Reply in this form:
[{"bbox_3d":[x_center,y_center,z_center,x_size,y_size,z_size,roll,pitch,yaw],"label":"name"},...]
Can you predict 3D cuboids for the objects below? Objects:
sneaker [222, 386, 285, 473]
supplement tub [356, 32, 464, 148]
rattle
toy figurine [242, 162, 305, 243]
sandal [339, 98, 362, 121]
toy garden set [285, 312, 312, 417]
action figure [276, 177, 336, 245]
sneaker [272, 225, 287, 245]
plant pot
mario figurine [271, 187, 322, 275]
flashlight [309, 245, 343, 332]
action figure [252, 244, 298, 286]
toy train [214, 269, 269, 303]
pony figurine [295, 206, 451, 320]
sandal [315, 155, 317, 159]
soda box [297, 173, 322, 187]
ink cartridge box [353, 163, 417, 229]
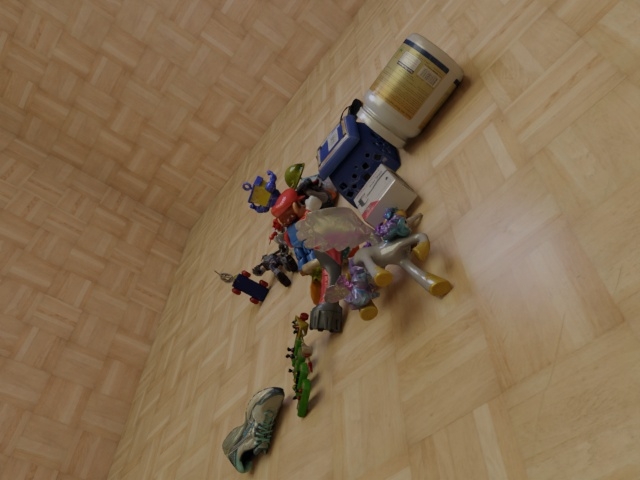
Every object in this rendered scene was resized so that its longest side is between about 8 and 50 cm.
[{"bbox_3d":[-0.179,0.575,1.550,0.283,0.110,0.122,-59,40,8],"label":"sneaker"},{"bbox_3d":[0.288,-0.485,1.690,0.316,0.228,0.228,-51,23,17],"label":"supplement tub"},{"bbox_3d":[0.045,0.108,1.679,0.199,0.130,0.143,-18,53,19],"label":"rattle"},{"bbox_3d":[-0.221,-0.187,2.069,0.191,0.217,0.363,-60,-3,-47],"label":"toy figurine"},{"bbox_3d":[0.120,-0.552,2.356,0.097,0.054,0.255,-8,55,62],"label":"sandal"},{"bbox_3d":[-0.066,0.353,1.509,0.244,0.049,0.204,-105,23,-60],"label":"toy garden set"},{"bbox_3d":[-0.043,-0.113,2.096,0.330,0.178,0.341,-52,-5,-1],"label":"action figure"},{"bbox_3d":[-0.137,-0.103,2.315,0.115,0.105,0.281,-26,44,29],"label":"sneaker"},{"bbox_3d":[0.119,-0.296,1.833,0.236,0.212,0.236,-48,25,28],"label":"plant pot"},{"bbox_3d":[-0.053,-0.045,1.868,0.198,0.321,0.170,-24,-10,11],"label":"mario figurine"},{"bbox_3d":[0.014,0.124,1.570,0.103,0.103,0.304,-19,61,60],"label":"flashlight"},{"bbox_3d":[-0.186,0.093,2.122,0.185,0.099,0.285,-49,27,-11],"label":"action figure"},{"bbox_3d":[-0.350,0.171,2.194,0.105,0.248,0.143,-61,18,-5],"label":"toy train"},{"bbox_3d":[0.136,0.050,1.357,0.350,0.303,0.363,-21,27,6],"label":"pony figurine"},{"bbox_3d":[0.049,-0.311,2.214,0.079,0.088,0.240,-25,35,1],"label":"sandal"},{"bbox_3d":[-0.040,-0.249,2.310,0.183,0.058,0.063,0,62,64],"label":"soda box"},{"bbox_3d":[0.196,-0.133,1.598,0.159,0.092,0.218,-53,15,14],"label":"ink cartridge box"}]
